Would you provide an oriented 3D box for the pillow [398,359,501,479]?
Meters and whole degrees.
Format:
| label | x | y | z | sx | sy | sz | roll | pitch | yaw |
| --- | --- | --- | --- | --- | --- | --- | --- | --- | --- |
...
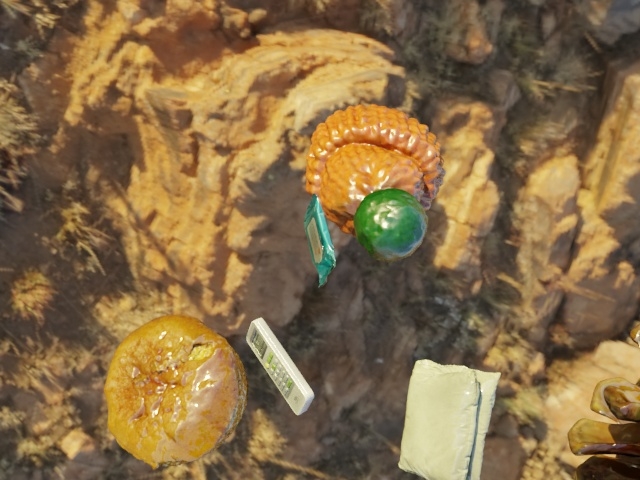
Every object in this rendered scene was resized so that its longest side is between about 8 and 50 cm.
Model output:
| label | x | y | z | sx | sy | sz | roll | pitch | yaw |
| --- | --- | --- | --- | --- | --- | --- | --- | --- | --- |
| pillow | 0.188 | 0.276 | 1.235 | 0.078 | 0.134 | 0.181 | 18 | 80 | -51 |

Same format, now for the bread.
| label | x | y | z | sx | sy | sz | roll | pitch | yaw |
| --- | --- | --- | --- | --- | --- | --- | --- | --- | --- |
| bread | -0.288 | 0.305 | 1.679 | 0.312 | 0.312 | 0.172 | -62 | 154 | -5 |

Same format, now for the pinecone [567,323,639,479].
| label | x | y | z | sx | sy | sz | roll | pitch | yaw |
| --- | --- | --- | --- | --- | --- | --- | --- | --- | --- |
| pinecone | 0.370 | 0.226 | 0.692 | 0.384 | 0.384 | 0.384 | -21 | 121 | -39 |

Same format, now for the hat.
| label | x | y | z | sx | sy | sz | roll | pitch | yaw |
| --- | --- | --- | --- | --- | --- | --- | --- | --- | --- |
| hat | 0.095 | -0.076 | 1.596 | 0.400 | 0.285 | 0.285 | -76 | 157 | -52 |

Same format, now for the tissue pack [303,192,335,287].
| label | x | y | z | sx | sy | sz | roll | pitch | yaw |
| --- | --- | --- | --- | --- | --- | --- | --- | --- | --- |
| tissue pack | 0.000 | 0.000 | 1.342 | 0.028 | 0.138 | 0.085 | -7 | 154 | -20 |

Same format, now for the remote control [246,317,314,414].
| label | x | y | z | sx | sy | sz | roll | pitch | yaw |
| --- | --- | --- | --- | --- | --- | --- | --- | --- | --- |
| remote control | -0.103 | 0.313 | 2.049 | 0.034 | 0.250 | 0.103 | -22 | 154 | -31 |
